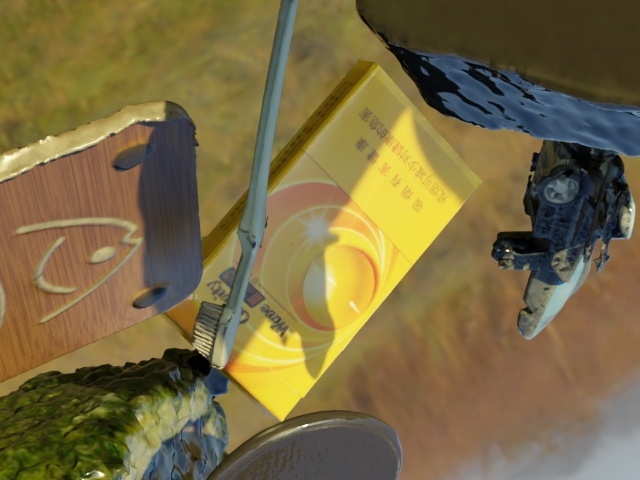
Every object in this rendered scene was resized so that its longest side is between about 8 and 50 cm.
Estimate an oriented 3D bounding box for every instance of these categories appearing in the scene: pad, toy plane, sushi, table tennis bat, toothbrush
[{"bbox_3d":[-0.202,0.031,1.142,0.284,0.018,0.286,-24,159,-12],"label":"pad"},{"bbox_3d":[0.147,-0.026,1.139,0.078,0.169,0.246,9,134,-15],"label":"toy plane"},{"bbox_3d":[-0.178,0.262,1.529,0.178,0.294,0.352,-8,-165,17],"label":"sushi"},{"bbox_3d":[-0.043,0.198,1.350,0.236,0.027,0.150,-40,138,18],"label":"table tennis bat"},{"bbox_3d":[-0.042,-0.033,1.188,0.026,0.028,0.294,-57,168,-53],"label":"toothbrush"}]

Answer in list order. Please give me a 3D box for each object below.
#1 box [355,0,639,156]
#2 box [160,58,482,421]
[{"bbox_3d":[0.224,-0.172,0.770,0.350,0.091,0.359,16,-115,39],"label":"box"},{"bbox_3d":[0.000,0.000,1.555,0.269,0.152,0.043,-51,-154,-11],"label":"box"}]
